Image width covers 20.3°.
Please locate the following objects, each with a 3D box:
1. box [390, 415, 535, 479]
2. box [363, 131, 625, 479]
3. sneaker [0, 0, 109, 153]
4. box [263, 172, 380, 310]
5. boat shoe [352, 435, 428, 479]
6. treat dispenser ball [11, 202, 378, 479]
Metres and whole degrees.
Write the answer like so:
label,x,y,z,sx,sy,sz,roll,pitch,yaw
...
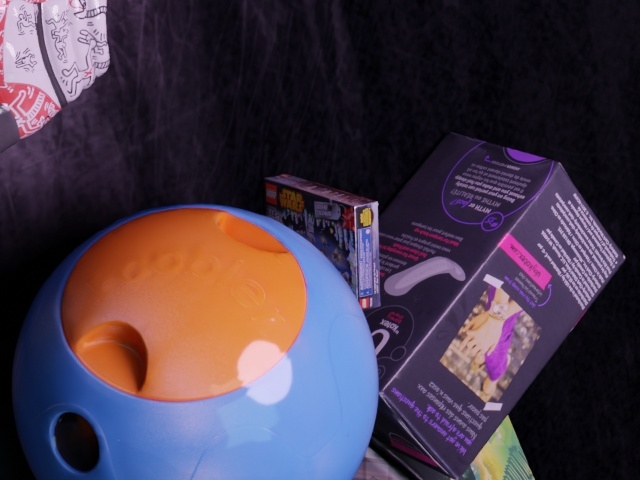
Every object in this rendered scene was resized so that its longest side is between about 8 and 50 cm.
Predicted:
label,x,y,z,sx,sy,sz,roll,pitch,yaw
box,0.082,0.312,1.692,0.322,0.058,0.232,-24,92,-32
box,0.120,0.055,1.634,0.270,0.165,0.143,-50,126,-15
sneaker,-0.253,-0.207,1.338,0.145,0.090,0.270,-37,125,-24
box,0.000,0.000,1.548,0.027,0.137,0.094,-13,109,-34
boat shoe,0.023,0.198,1.610,0.228,0.076,0.080,41,61,-11
treat dispenser ball,-0.098,0.114,1.410,0.288,0.288,0.288,-10,108,-34
